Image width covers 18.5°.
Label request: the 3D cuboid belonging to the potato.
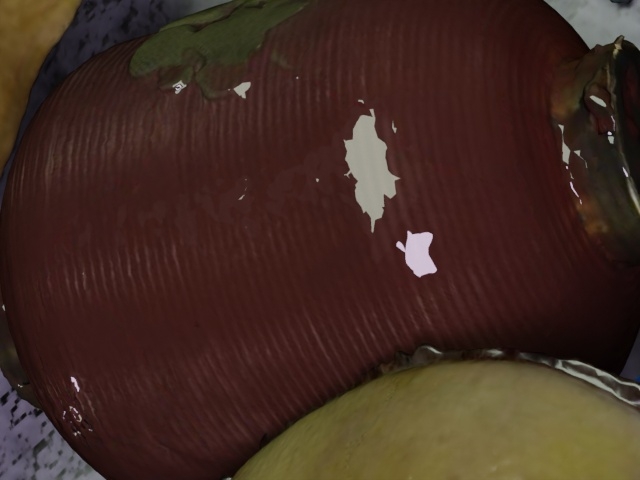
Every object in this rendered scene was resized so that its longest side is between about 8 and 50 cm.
[{"bbox_3d":[-0.009,0.133,0.566,0.120,0.100,0.261,36,127,11],"label":"potato"}]

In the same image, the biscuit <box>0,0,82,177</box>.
[{"bbox_3d":[-0.210,-0.025,0.787,0.287,0.057,0.344,21,83,59],"label":"biscuit"}]

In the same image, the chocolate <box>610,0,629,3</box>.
[{"bbox_3d":[-0.001,-0.183,0.787,0.329,0.065,0.102,20,82,32],"label":"chocolate"}]

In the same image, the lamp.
[{"bbox_3d":[0.000,0.000,0.662,0.258,0.180,0.180,-15,66,29],"label":"lamp"}]

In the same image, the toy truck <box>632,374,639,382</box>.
[{"bbox_3d":[0.151,0.101,0.557,0.126,0.113,0.208,175,99,-68],"label":"toy truck"}]
